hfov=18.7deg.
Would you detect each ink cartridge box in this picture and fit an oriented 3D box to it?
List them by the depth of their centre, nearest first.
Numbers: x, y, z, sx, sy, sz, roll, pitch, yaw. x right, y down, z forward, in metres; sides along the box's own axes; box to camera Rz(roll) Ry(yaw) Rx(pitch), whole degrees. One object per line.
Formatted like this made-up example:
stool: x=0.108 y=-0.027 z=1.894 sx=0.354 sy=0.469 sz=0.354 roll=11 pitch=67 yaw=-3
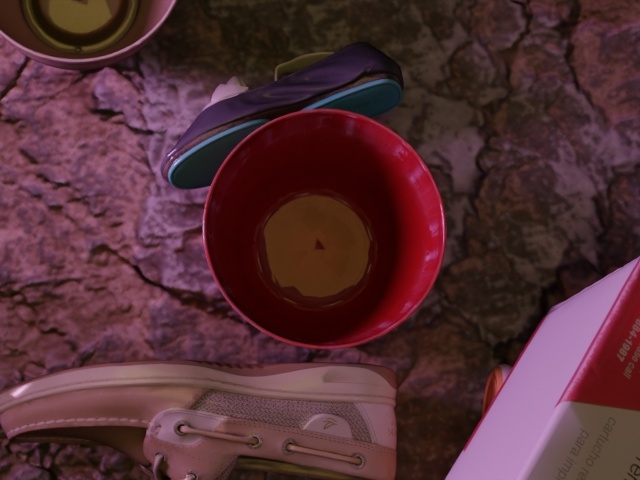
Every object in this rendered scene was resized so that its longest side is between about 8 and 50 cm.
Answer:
ink cartridge box: x=0.282 y=0.241 z=1.368 sx=0.385 sy=0.160 sz=0.279 roll=38 pitch=59 yaw=-7

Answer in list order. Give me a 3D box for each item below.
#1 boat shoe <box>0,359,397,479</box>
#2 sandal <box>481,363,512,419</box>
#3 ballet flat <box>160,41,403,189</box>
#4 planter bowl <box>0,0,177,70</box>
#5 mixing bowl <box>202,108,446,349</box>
boat shoe: x=-0.090 y=0.144 z=1.443 sx=0.302 sy=0.109 sz=0.098 roll=1 pitch=78 yaw=-11
sandal: x=0.105 y=0.222 z=1.455 sx=0.076 sy=0.102 sz=0.265 roll=5 pitch=70 yaw=-3
ballet flat: x=-0.035 y=-0.103 z=1.517 sx=0.203 sy=0.074 sz=0.074 roll=-22 pitch=82 yaw=-3
planter bowl: x=-0.185 y=-0.201 z=1.494 sx=0.162 sy=0.109 sz=0.162 roll=1 pitch=80 yaw=-5
mixing bowl: x=0.000 y=0.000 z=1.480 sx=0.181 sy=0.098 sz=0.181 roll=1 pitch=79 yaw=-5
